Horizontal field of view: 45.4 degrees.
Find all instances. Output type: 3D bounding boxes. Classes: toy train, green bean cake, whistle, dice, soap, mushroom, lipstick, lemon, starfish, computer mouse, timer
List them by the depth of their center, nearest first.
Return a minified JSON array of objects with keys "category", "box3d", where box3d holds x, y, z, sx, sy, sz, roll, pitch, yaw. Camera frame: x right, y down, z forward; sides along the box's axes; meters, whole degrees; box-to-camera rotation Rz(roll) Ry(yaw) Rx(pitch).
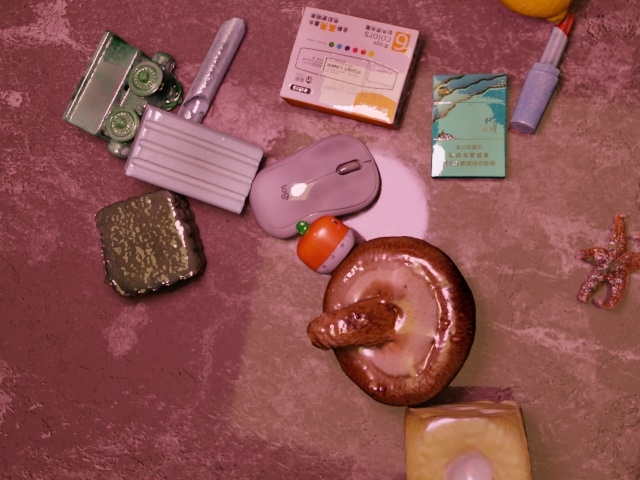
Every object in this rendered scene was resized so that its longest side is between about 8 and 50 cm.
[{"category":"dice","box3d":[0.294,0.441,1.531,0.238,0.233,0.226,-6,86,11]},{"category":"lemon","box3d":[0.444,-0.563,1.595,0.187,0.187,0.244,-37,95,6]},{"category":"mushroom","box3d":[0.162,0.159,1.596,0.345,0.239,0.345,1,105,2]},{"category":"starfish","box3d":[0.610,0.043,1.603,0.150,0.053,0.209,12,84,-2]},{"category":"timer","box3d":[0.000,0.000,1.632,0.136,0.099,0.136,5,110,14]},{"category":"lipstick","box3d":[0.484,-0.366,1.638,0.068,0.061,0.274,22,85,13]},{"category":"soap","box3d":[-0.278,-0.178,1.685,0.265,0.087,0.159,19,96,-19]},{"category":"computer mouse","box3d":[-0.022,-0.122,1.685,0.297,0.121,0.184,-20,81,10]},{"category":"green bean cake","box3d":[-0.389,0.011,1.741,0.223,0.125,0.227,-16,85,7]},{"category":"toy train","box3d":[-0.444,-0.328,1.762,0.202,0.145,0.266,28,91,14]},{"category":"whistle","box3d":[-0.259,-0.375,1.773,0.062,0.062,0.312,27,91,11]}]

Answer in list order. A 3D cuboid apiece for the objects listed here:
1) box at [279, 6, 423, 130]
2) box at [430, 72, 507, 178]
[{"category":"box","box3d":[0.070,-0.382,1.698,0.274,0.091,0.220,14,90,12]},{"category":"box","box3d":[0.323,-0.248,1.667,0.161,0.042,0.226,1,87,9]}]
